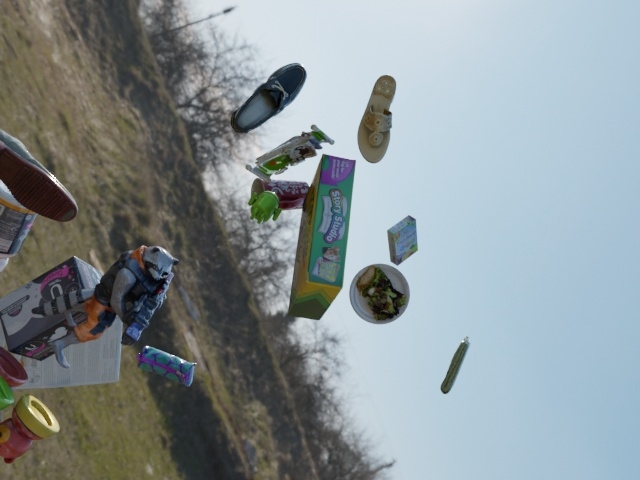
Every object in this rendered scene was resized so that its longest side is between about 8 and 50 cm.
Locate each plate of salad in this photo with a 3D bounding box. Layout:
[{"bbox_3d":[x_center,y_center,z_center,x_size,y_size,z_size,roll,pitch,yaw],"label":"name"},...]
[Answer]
[{"bbox_3d":[0.191,0.173,2.066,0.200,0.200,0.048,65,5,11],"label":"plate of salad"}]

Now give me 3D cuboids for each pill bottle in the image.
[{"bbox_3d":[-1.028,-0.044,2.047,0.162,0.278,0.162,31,13,-8],"label":"pill bottle"}]

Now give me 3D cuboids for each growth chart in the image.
[{"bbox_3d":[-0.076,-0.218,1.623,0.172,0.237,0.021,12,54,-64],"label":"growth chart"}]

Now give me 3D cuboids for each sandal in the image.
[{"bbox_3d":[0.146,-0.325,1.636,0.079,0.088,0.240,64,38,-78],"label":"sandal"}]

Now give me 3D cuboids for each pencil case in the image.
[{"bbox_3d":[-0.409,0.333,1.690,0.070,0.151,0.064,61,48,-84],"label":"pencil case"}]

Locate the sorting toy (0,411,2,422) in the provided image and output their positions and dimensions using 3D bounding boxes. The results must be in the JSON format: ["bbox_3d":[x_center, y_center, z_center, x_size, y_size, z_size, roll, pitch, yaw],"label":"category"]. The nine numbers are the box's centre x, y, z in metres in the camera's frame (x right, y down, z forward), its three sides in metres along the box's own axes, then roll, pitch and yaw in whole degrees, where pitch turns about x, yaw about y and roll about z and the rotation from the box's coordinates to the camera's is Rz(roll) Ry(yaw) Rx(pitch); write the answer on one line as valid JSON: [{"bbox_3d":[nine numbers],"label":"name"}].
[{"bbox_3d":[-0.931,0.501,1.765,0.012,0.083,0.062,0,-89,50],"label":"sorting toy"}]

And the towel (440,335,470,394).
[{"bbox_3d":[0.348,0.319,1.631,0.027,0.148,0.110,22,4,18],"label":"towel"}]

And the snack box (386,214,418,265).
[{"bbox_3d":[0.265,0.001,2.043,0.037,0.100,0.141,33,-32,39],"label":"snack box"}]

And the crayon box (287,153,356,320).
[{"bbox_3d":[0.000,0.000,1.730,0.313,0.106,0.363,114,-16,-66],"label":"crayon box"}]

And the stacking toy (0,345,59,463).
[{"bbox_3d":[-0.791,0.361,1.491,0.309,0.130,0.279,40,-13,34],"label":"stacking toy"}]

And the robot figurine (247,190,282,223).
[{"bbox_3d":[-0.166,-0.102,1.895,0.101,0.115,0.067,30,-40,-2],"label":"robot figurine"}]

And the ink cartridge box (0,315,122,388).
[{"bbox_3d":[-0.851,0.333,2.073,0.091,0.385,0.308,-127,-136,-55],"label":"ink cartridge box"}]

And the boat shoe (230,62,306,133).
[{"bbox_3d":[-0.153,-0.441,1.983,0.114,0.302,0.091,44,-3,-16],"label":"boat shoe"}]

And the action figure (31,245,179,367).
[{"bbox_3d":[-0.461,0.130,1.400,0.178,0.330,0.341,51,3,-15],"label":"action figure"}]

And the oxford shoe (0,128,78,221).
[{"bbox_3d":[-0.776,-0.192,1.674,0.348,0.123,0.130,47,20,-28],"label":"oxford shoe"}]

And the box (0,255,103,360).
[{"bbox_3d":[-0.703,0.182,1.690,0.163,0.247,0.142,61,1,25],"label":"box"}]

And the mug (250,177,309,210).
[{"bbox_3d":[-0.119,-0.130,2.026,0.150,0.169,0.113,64,-37,33],"label":"mug"}]
